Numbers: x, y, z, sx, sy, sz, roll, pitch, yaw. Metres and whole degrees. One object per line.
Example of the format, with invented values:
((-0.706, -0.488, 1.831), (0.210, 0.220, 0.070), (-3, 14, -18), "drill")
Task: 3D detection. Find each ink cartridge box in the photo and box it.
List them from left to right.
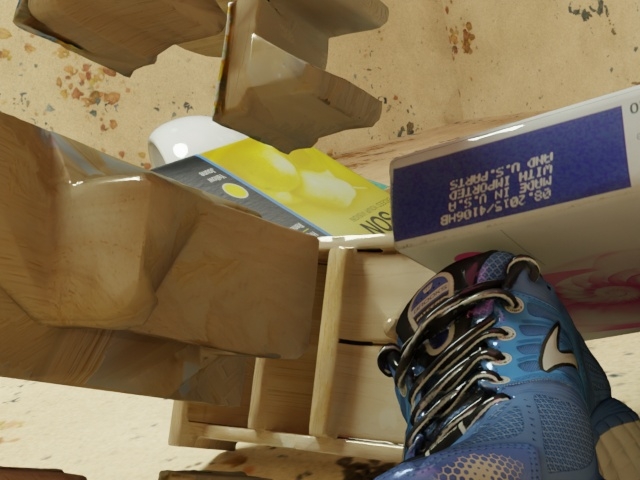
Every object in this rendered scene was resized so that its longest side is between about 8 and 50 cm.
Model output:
((0.000, 0.000, 0.981), (0.307, 0.072, 0.303), (30, 25, 15), "ink cartridge box")
((0.261, -0.005, 0.558), (0.324, 0.071, 0.330), (-15, -27, 33), "ink cartridge box")

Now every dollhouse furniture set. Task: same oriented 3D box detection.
((-0.087, 0.040, 0.578), (0.256, 0.362, 0.394), (-3, -15, 37), "dollhouse furniture set")

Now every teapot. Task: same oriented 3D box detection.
((-0.148, -0.095, 1.492), (0.187, 0.252, 0.256), (-21, 43, -14), "teapot")

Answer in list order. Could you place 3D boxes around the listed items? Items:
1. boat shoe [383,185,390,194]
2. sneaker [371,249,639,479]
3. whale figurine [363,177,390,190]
((0.099, -0.013, 1.289), (0.122, 0.120, 0.324), (-11, 9, 6), "boat shoe")
((0.072, 0.088, 0.455), (0.129, 0.147, 0.330), (-33, -11, 16), "sneaker")
((0.041, -0.062, 1.577), (0.272, 0.141, 0.216), (-14, 9, 3), "whale figurine")
